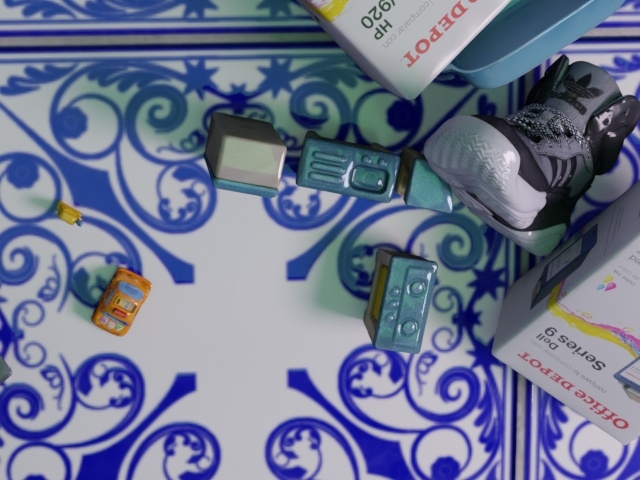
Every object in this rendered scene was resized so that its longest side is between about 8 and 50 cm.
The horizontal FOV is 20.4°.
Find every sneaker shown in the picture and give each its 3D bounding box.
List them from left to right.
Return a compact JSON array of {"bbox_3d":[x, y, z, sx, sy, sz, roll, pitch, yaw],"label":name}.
[{"bbox_3d":[0.173,-0.087,1.423,0.101,0.268,0.153,35,88,20],"label":"sneaker"}]

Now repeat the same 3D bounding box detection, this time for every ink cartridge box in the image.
[{"bbox_3d":[0.037,-0.255,1.394,0.171,0.168,0.233,-45,105,3],"label":"ink cartridge box"},{"bbox_3d":[0.269,0.056,1.480,0.154,0.093,0.212,35,135,-12],"label":"ink cartridge box"}]

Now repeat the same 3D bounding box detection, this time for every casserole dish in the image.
[{"bbox_3d":[0.174,-0.186,1.462,0.188,0.114,0.037,-33,123,0],"label":"casserole dish"}]

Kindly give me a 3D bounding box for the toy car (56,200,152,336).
[{"bbox_3d":[-0.194,0.029,1.495,0.060,0.040,0.122,-43,104,3],"label":"toy car"}]

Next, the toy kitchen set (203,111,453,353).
[{"bbox_3d":[0.000,0.000,1.471,0.207,0.122,0.166,10,101,-9],"label":"toy kitchen set"}]

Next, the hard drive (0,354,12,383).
[{"bbox_3d":[-0.395,0.060,1.469,0.172,0.054,0.254,-39,104,2],"label":"hard drive"}]
